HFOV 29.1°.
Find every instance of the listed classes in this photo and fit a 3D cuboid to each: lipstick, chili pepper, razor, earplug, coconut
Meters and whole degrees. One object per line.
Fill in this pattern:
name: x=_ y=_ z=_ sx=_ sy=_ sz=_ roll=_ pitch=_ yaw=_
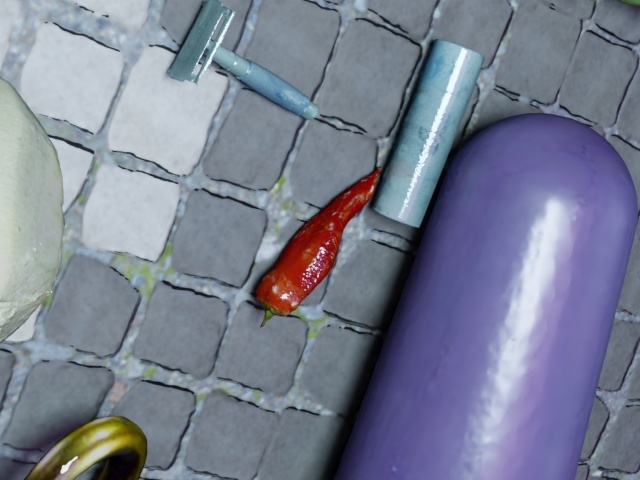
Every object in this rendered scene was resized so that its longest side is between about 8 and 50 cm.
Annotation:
lipstick: x=0.092 y=-0.091 z=1.062 sx=0.048 sy=0.048 sz=0.158 roll=16 pitch=97 yaw=-35
chili pepper: x=0.000 y=0.000 z=1.039 sx=0.178 sy=0.045 sz=0.027 roll=-49 pitch=134 yaw=-16
razor: x=-0.050 y=-0.128 z=0.970 sx=0.135 sy=0.040 sz=0.068 roll=27 pitch=91 yaw=-40
earplug: x=0.147 y=0.112 z=1.078 sx=0.215 sy=0.215 sz=0.456 roll=13 pitch=96 yaw=-35
coconut: x=-0.286 y=-0.020 z=0.743 sx=0.230 sy=0.227 sz=0.227 roll=11 pitch=101 yaw=-41

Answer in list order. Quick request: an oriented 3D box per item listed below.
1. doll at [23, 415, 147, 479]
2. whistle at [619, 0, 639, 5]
doll: x=-0.210 y=0.327 z=0.926 sx=0.340 sy=0.209 sz=0.318 roll=-27 pitch=130 yaw=-24
whistle: x=0.235 y=-0.274 z=1.054 sx=0.288 sy=0.106 sz=0.131 roll=8 pitch=95 yaw=-34
